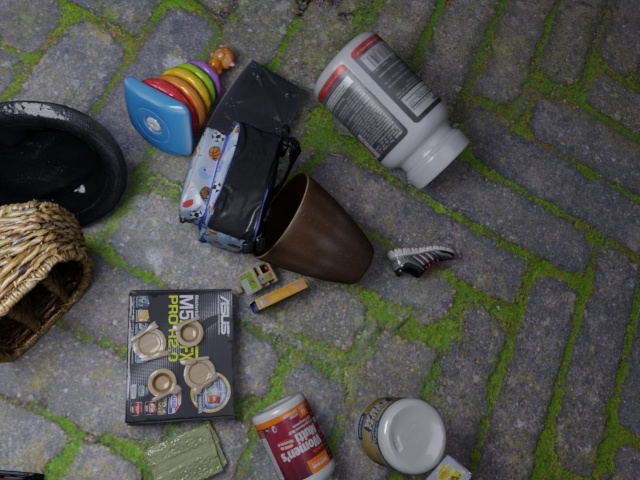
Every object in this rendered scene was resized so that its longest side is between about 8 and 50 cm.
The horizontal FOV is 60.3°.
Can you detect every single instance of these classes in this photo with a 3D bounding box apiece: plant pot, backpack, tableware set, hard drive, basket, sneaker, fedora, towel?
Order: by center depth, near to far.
[{"bbox_3d":[-0.523,0.083,1.005,0.213,0.299,0.223,-15,78,-20],"label":"basket"},{"bbox_3d":[-0.293,0.237,1.110,0.140,0.020,0.169,-17,80,-19],"label":"tableware set"},{"bbox_3d":[-0.562,-0.172,1.120,0.333,0.334,0.153,4,40,-14],"label":"fedora"},{"bbox_3d":[-0.274,0.445,1.122,0.148,0.027,0.110,-21,83,-20],"label":"towel"},{"bbox_3d":[-0.187,-0.095,1.164,0.213,0.263,0.277,20,71,-4],"label":"backpack"},{"bbox_3d":[0.000,0.000,1.235,0.230,0.215,0.216,32,69,-21],"label":"plant pot"},{"bbox_3d":[-0.161,-0.295,1.333,0.171,0.054,0.255,29,70,-6],"label":"hard drive"},{"bbox_3d":[0.249,0.055,1.350,0.170,0.063,0.075,-4,76,-11],"label":"sneaker"}]

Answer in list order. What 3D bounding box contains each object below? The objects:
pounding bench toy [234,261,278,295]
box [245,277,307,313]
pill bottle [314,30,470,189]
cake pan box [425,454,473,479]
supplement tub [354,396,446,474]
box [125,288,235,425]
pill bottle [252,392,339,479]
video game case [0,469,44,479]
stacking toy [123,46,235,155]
[{"bbox_3d":[-0.148,0.089,1.240,0.065,0.083,0.052,-24,84,-51],"label":"pounding bench toy"},{"bbox_3d":[-0.100,0.127,1.224,0.136,0.081,0.028,-26,84,-19],"label":"box"},{"bbox_3d":[0.176,-0.310,1.347,0.363,0.210,0.210,46,69,0],"label":"pill bottle"},{"bbox_3d":[0.224,0.590,1.110,0.245,0.267,0.070,-41,45,-14],"label":"cake pan box"},{"bbox_3d":[0.160,0.404,1.158,0.144,0.199,0.145,4,74,-15],"label":"supplement tub"},{"bbox_3d":[-0.291,0.238,1.153,0.216,0.060,0.270,1,76,-15],"label":"box"},{"bbox_3d":[-0.043,0.439,1.136,0.121,0.121,0.221,-24,83,-20],"label":"pill bottle"},{"bbox_3d":[-0.634,0.409,0.914,0.274,0.248,0.035,10,72,-13],"label":"video game case"},{"bbox_3d":[-0.296,-0.356,1.276,0.175,0.166,0.302,28,58,8],"label":"stacking toy"}]
